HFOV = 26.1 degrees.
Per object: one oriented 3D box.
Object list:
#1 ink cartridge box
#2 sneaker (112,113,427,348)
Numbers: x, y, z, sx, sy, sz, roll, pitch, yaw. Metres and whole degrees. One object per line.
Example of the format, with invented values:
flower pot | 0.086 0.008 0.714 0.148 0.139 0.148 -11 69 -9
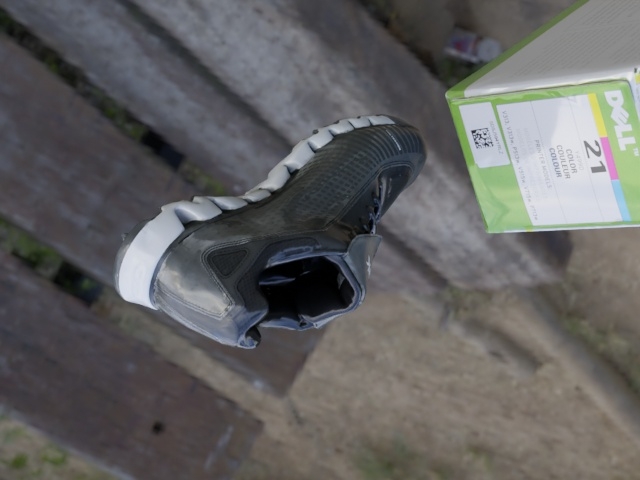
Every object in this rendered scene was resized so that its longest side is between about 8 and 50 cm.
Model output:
ink cartridge box | 0.233 -0.089 0.805 0.255 0.189 0.097 -2 115 41
sneaker | 0.000 0.000 0.793 0.106 0.234 0.078 35 133 27
